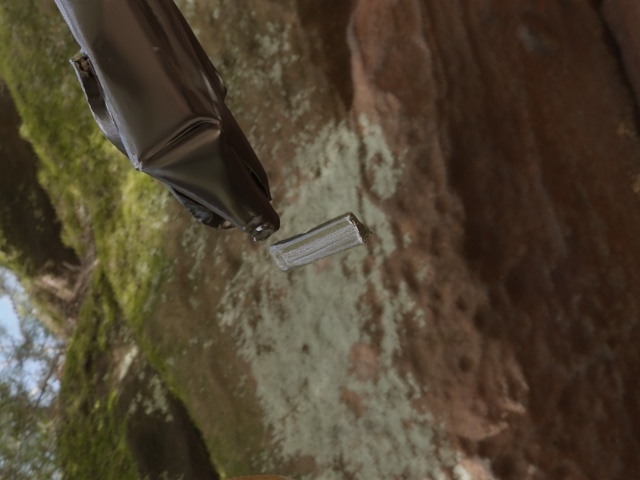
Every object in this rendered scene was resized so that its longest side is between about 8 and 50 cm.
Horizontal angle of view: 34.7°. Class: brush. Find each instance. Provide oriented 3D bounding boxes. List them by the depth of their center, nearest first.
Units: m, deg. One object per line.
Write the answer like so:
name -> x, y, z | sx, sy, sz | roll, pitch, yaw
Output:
brush -> 0.000, 0.000, 0.982 | 0.027, 0.190, 0.034 | -33, -86, -27

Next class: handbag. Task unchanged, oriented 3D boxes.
handbag -> -0.149, -0.141, 1.066 | 0.285, 0.113, 0.257 | 61, -171, 30

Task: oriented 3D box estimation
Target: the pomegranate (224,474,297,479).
pomegranate -> -0.068, 0.433, 1.287 | 0.281, 0.281, 0.281 | 20, -134, -22
